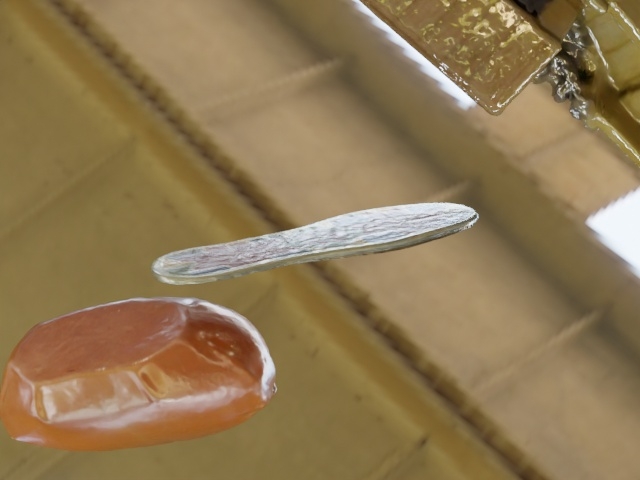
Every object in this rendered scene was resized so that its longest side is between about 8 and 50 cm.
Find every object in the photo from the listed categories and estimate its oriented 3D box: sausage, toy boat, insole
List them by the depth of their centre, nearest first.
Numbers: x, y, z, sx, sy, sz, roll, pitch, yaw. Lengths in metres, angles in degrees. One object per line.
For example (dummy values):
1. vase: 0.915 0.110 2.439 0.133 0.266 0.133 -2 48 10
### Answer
1. insole: 0.000 0.000 1.072 0.193 0.006 0.065 -11 -161 -24
2. sausage: -0.111 0.077 1.146 0.179 0.089 0.089 -10 -134 21
3. toy boat: 0.094 -0.174 1.173 0.445 0.136 0.162 39 -120 -13
